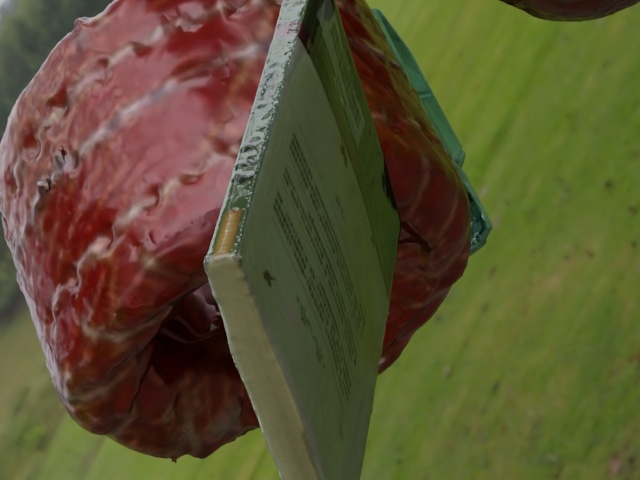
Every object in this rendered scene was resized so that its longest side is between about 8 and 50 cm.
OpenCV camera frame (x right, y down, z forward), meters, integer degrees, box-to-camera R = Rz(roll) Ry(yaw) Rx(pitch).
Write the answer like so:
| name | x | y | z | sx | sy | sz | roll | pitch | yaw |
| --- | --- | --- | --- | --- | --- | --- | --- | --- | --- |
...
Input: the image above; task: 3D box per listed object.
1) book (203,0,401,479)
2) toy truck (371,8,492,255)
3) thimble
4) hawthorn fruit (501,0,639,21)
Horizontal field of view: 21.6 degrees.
| name | x | y | z | sx | sy | sz | roll | pitch | yaw |
| --- | --- | --- | --- | --- | --- | --- | --- | --- | --- |
| book | 0.000 | 0.000 | 0.922 | 0.289 | 0.026 | 0.201 | -76 | -27 | -53 |
| toy truck | 0.049 | -0.086 | 1.623 | 0.155 | 0.279 | 0.156 | -34 | -11 | 33 |
| thimble | -0.067 | -0.019 | 1.238 | 0.350 | 0.350 | 0.231 | -54 | 52 | 38 |
| hawthorn fruit | 0.131 | -0.258 | 1.016 | 0.261 | 0.258 | 0.258 | -18 | -13 | -28 |
